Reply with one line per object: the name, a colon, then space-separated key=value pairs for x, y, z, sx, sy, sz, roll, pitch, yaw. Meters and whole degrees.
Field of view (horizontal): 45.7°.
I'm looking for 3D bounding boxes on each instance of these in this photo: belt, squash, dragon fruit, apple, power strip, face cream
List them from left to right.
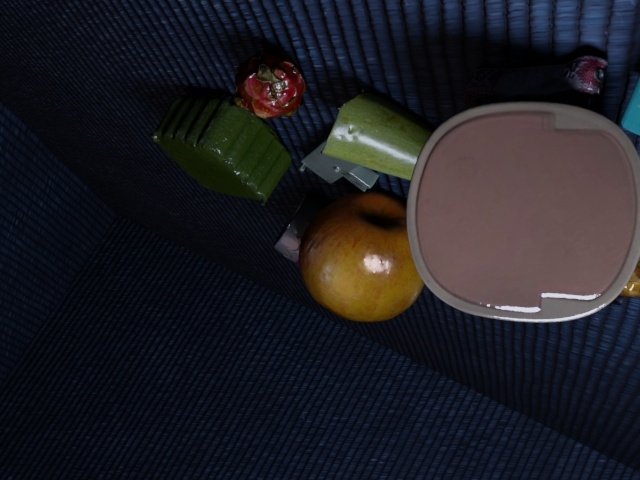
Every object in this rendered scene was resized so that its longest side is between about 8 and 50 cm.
dragon fruit: x=-0.082 y=-0.273 z=1.398 sx=0.125 sy=0.125 sz=0.246 roll=58 pitch=-169 yaw=12
face cream: x=0.000 y=0.000 z=1.963 sx=0.195 sy=0.175 sz=0.175 roll=31 pitch=165 yaw=-6
power strip: x=0.049 y=-0.157 z=1.595 sx=0.145 sy=0.061 sz=0.216 roll=34 pitch=165 yaw=-9
apple: x=0.100 y=0.027 z=1.664 sx=0.299 sy=0.299 sz=0.275 roll=29 pitch=141 yaw=8
squash: x=0.156 y=-0.168 z=1.320 sx=0.287 sy=0.137 sz=0.137 roll=17 pitch=165 yaw=-4
belt: x=0.286 y=-0.205 z=1.018 sx=0.071 sy=0.053 sz=0.232 roll=37 pitch=166 yaw=-30

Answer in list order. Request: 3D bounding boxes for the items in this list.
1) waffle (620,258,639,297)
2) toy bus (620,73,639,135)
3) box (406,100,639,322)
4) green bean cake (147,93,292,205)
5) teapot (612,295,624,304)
waffle: x=0.423 y=-0.019 z=1.274 sx=0.308 sy=0.091 sz=0.213 roll=39 pitch=163 yaw=-23
toy bus: x=0.388 y=-0.179 z=0.829 sx=0.079 sy=0.092 sz=0.160 roll=25 pitch=163 yaw=17
box: x=0.276 y=-0.045 z=1.026 sx=0.301 sy=0.301 sz=0.216 roll=28 pitch=-167 yaw=12
green bean cake: x=-0.223 y=-0.215 z=1.739 sx=0.250 sy=0.156 sz=0.247 roll=16 pitch=160 yaw=43
teapot: x=0.497 y=0.082 z=1.466 sx=0.177 sy=0.087 sz=0.096 roll=26 pitch=173 yaw=20
